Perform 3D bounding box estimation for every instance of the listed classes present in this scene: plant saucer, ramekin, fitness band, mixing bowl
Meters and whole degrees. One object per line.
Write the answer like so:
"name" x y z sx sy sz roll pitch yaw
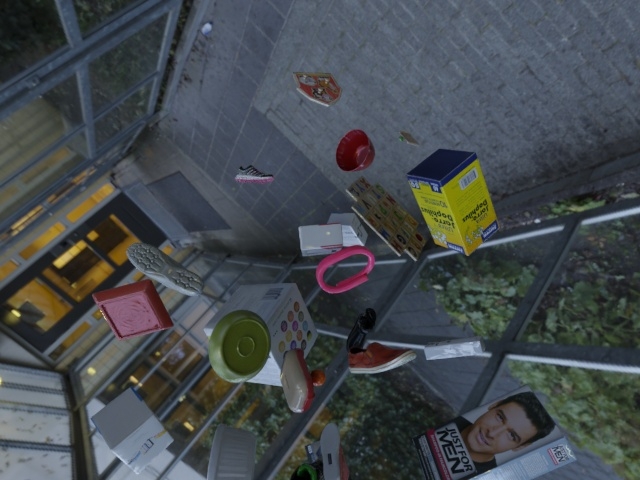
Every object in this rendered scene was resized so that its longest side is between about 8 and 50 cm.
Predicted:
"plant saucer" -0.257 0.354 1.384 0.037 0.241 0.241 -11 125 48
"ramekin" -0.272 0.722 1.283 0.127 0.273 0.273 5 156 -5
"fitness band" 0.120 0.134 1.944 0.209 0.290 0.054 63 180 -34
"mixing bowl" 0.162 -0.365 1.742 0.098 0.181 0.181 13 -177 -45
"plant saucer" -0.797 0.310 1.752 0.048 0.258 0.259 -103 -2 -64

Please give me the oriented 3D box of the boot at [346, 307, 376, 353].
"boot" 0.209 0.478 2.145 0.094 0.246 0.207 22 163 4

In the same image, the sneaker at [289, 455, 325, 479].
"sneaker" -0.014 0.779 1.330 0.134 0.146 0.343 11 -174 24

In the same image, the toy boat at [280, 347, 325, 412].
"toy boat" -0.053 0.498 1.495 0.231 0.151 0.151 -121 43 -53

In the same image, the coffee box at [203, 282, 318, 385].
"coffee box" -0.265 0.431 1.936 0.338 0.338 0.334 -6 119 30

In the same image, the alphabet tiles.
"alphabet tiles" 0.240 -0.086 1.470 0.342 0.285 0.011 45 124 1

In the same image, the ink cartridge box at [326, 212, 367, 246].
"ink cartridge box" 0.148 -0.056 2.231 0.148 0.086 0.203 3 149 32

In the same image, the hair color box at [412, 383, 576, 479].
"hair color box" 0.466 0.577 1.147 0.114 0.374 0.185 56 -170 -23

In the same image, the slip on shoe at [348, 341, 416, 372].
"slip on shoe" 0.215 0.431 1.539 0.331 0.123 0.101 -27 74 51

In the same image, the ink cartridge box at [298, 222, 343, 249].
"ink cartridge box" 0.000 0.000 1.993 0.273 0.197 0.114 97 167 -82

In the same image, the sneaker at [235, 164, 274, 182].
"sneaker" -0.288 -0.295 1.814 0.170 0.075 0.063 2 171 6

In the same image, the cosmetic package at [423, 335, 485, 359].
"cosmetic package" 0.581 0.465 1.793 0.239 0.099 0.060 -15 86 27

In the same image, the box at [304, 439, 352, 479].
"box" 0.040 0.917 1.643 0.044 0.159 0.233 -41 56 33

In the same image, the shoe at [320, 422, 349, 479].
"shoe" 0.045 0.664 1.268 0.063 0.178 0.081 -19 130 15

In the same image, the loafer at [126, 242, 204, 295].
"loafer" -0.589 0.117 1.569 0.319 0.112 0.111 33 156 4

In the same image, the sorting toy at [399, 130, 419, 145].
"sorting toy" 0.284 -0.339 1.368 0.012 0.083 0.062 -55 47 37

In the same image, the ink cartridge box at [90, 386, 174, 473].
"ink cartridge box" -0.692 0.706 1.536 0.171 0.168 0.233 30 143 33

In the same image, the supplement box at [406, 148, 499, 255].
"supplement box" 0.521 -0.152 1.616 0.356 0.195 0.194 59 165 -28

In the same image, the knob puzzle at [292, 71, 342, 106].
"knob puzzle" 0.001 -0.583 1.569 0.213 0.213 0.030 38 142 9
